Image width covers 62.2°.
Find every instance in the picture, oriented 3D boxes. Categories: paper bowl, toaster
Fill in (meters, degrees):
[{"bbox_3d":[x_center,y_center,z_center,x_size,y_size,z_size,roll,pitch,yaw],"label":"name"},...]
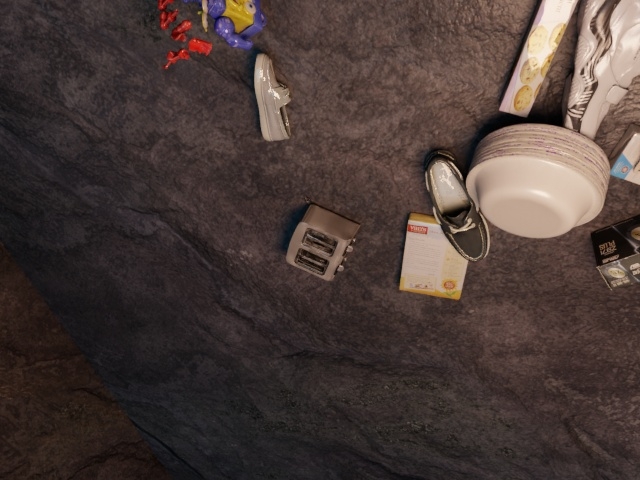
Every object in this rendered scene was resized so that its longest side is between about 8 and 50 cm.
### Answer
[{"bbox_3d":[0.460,-0.110,1.152,0.285,0.148,0.284,21,159,8],"label":"paper bowl"},{"bbox_3d":[0.000,0.000,1.494,0.186,0.110,0.168,25,127,2],"label":"toaster"}]

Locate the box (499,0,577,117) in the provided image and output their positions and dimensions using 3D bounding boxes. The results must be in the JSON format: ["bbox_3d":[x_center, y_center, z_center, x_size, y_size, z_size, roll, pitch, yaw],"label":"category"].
[{"bbox_3d":[0.448,-0.411,1.071,0.067,0.063,0.323,18,128,6],"label":"box"}]

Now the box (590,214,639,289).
[{"bbox_3d":[0.731,0.016,1.214,0.180,0.147,0.077,-26,112,33],"label":"box"}]

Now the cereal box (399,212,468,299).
[{"bbox_3d":[0.314,0.045,1.450,0.173,0.047,0.240,10,125,11],"label":"cereal box"}]

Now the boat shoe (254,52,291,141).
[{"bbox_3d":[-0.111,-0.353,1.316,0.081,0.079,0.227,2,129,8],"label":"boat shoe"}]

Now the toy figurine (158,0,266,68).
[{"bbox_3d":[-0.224,-0.541,1.190,0.191,0.217,0.362,-21,71,46],"label":"toy figurine"}]

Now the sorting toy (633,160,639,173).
[{"bbox_3d":[0.694,-0.158,1.097,0.083,0.044,0.075,26,134,1],"label":"sorting toy"}]

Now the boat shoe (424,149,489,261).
[{"bbox_3d":[0.329,-0.071,1.298,0.114,0.091,0.302,-25,101,22],"label":"boat shoe"}]

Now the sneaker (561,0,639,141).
[{"bbox_3d":[0.597,-0.334,1.023,0.210,0.137,0.365,7,123,17],"label":"sneaker"}]

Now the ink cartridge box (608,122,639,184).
[{"bbox_3d":[0.731,-0.168,1.140,0.180,0.060,0.104,21,127,6],"label":"ink cartridge box"}]
